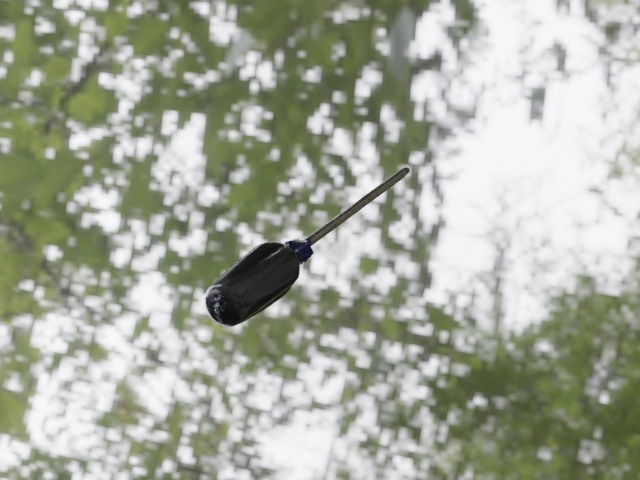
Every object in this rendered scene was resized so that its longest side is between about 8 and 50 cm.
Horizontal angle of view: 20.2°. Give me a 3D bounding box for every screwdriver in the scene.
[{"bbox_3d":[0.000,0.000,0.784,0.170,0.024,0.025,-31,-46,-56],"label":"screwdriver"}]
